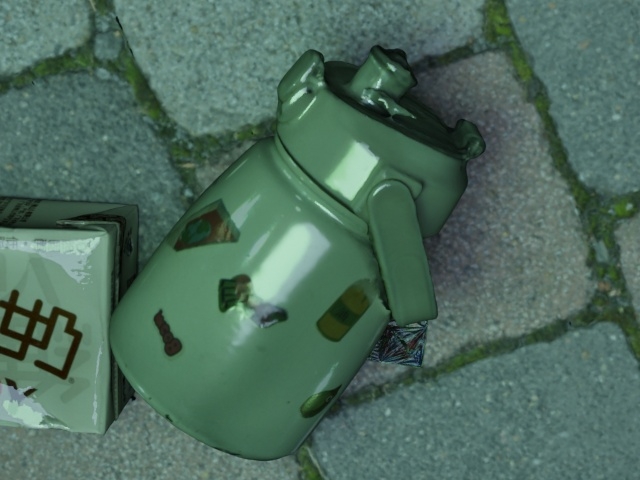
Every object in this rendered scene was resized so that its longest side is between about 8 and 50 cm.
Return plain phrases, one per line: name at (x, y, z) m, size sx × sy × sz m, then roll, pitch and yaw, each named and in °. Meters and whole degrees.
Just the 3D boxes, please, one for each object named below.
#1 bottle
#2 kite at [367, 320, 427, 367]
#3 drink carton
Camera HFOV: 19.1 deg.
bottle at (0.000, 0.000, 1.622) m, size 0.229 × 0.229 × 0.352 m, roll 36°, pitch 108°, yaw -1°
kite at (0.064, 0.083, 1.740) m, size 0.122 × 0.004 × 0.090 m, roll -32°, pitch 98°, yaw 15°
drink carton at (-0.337, 0.061, 1.735) m, size 0.324 × 0.132 × 0.194 m, roll 4°, pitch 105°, yaw 7°
